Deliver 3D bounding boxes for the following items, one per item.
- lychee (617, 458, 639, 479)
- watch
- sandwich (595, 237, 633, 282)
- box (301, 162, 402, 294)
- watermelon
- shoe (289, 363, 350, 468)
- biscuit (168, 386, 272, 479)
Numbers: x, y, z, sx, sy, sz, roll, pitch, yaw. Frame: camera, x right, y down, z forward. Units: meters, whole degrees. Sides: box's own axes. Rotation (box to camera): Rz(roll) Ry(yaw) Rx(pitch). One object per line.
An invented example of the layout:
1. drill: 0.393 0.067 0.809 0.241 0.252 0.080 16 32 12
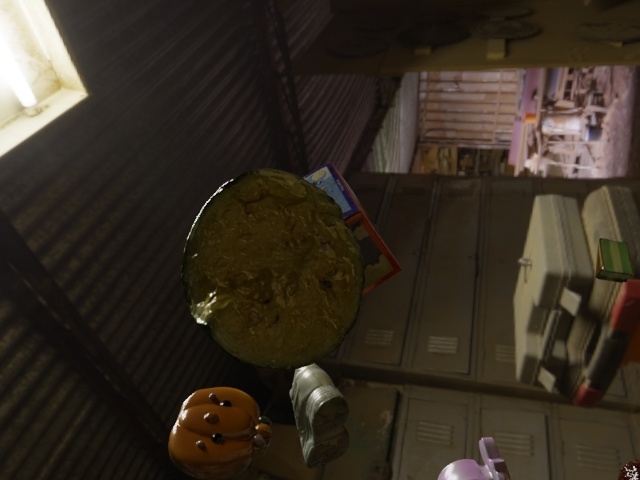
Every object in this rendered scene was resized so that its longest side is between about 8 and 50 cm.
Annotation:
1. lychee: 0.834 0.647 1.251 0.194 0.194 0.195 4 -90 -73
2. watch: 0.473 0.771 1.543 0.211 0.217 0.249 -94 -13 -77
3. sandwich: 0.746 0.039 1.269 0.074 0.074 0.117 56 -134 -65
4. box: 0.000 0.000 1.466 0.257 0.318 0.349 53 -171 -32
5. watermelon: -0.093 0.052 0.885 0.330 0.189 0.332 3 -94 -36
6. shoe: -0.012 0.481 1.419 0.211 0.132 0.342 -125 28 -46
7. biscuit: -0.158 0.306 0.822 0.170 0.170 0.050 -57 -20 -58
